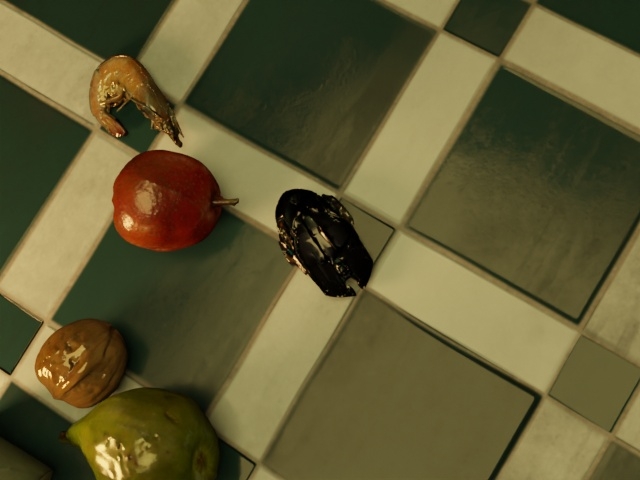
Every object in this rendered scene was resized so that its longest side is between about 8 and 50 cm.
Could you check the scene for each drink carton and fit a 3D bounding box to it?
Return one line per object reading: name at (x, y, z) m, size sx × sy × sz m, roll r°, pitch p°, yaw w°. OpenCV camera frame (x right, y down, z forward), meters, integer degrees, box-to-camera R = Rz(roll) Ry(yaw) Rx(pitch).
drink carton at (-0.598, 0.424, 1.485) m, size 0.189 × 0.191 × 0.186 m, roll 27°, pitch 83°, yaw 2°

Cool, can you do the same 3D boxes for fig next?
fig at (-0.332, 0.362, 1.424) m, size 0.314 × 0.233 × 0.233 m, roll 9°, pitch 82°, yaw 4°

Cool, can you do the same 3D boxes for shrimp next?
shrimp at (-0.364, -0.257, 1.621) m, size 0.143 × 0.052 × 0.251 m, roll -46°, pitch 70°, yaw 10°

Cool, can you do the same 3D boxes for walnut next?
walnut at (-0.432, 0.223, 1.505) m, size 0.166 × 0.149 × 0.167 m, roll 0°, pitch 91°, yaw -18°

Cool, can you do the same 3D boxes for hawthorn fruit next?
hawthorn fruit at (-0.260, -0.073, 1.506) m, size 0.225 × 0.196 × 0.197 m, roll 1°, pitch 81°, yaw 2°

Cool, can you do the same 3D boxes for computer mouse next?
computer mouse at (0.000, 0.000, 1.511) m, size 0.146 × 0.077 × 0.242 m, roll -38°, pitch 78°, yaw 3°
